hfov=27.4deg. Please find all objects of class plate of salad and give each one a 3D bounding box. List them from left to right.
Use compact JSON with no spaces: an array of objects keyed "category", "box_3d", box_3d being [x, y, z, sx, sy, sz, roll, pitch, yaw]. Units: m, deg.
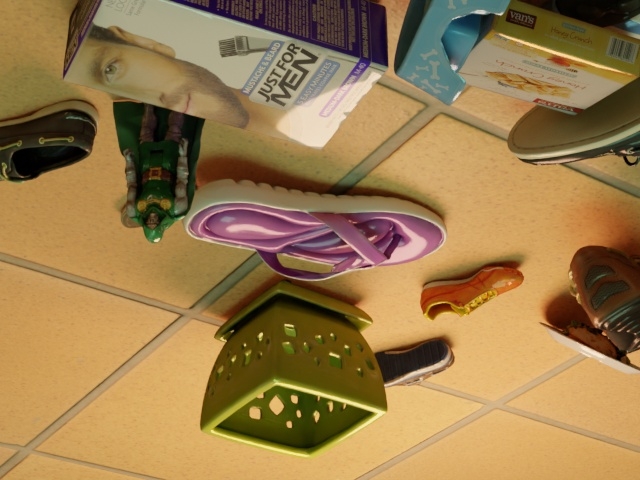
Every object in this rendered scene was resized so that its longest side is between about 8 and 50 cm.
[{"category":"plate of salad","box_3d":[0.456,0.170,2.172,0.200,0.048,0.200,24,-178,-1]}]

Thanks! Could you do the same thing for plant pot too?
[{"category":"plant pot","box_3d":[-0.045,0.203,2.126,0.227,0.207,0.228,20,142,-30]}]

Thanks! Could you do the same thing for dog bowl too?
[{"category":"dog bowl","box_3d":[0.153,-0.277,1.435,0.074,0.166,0.297,16,145,-6]}]

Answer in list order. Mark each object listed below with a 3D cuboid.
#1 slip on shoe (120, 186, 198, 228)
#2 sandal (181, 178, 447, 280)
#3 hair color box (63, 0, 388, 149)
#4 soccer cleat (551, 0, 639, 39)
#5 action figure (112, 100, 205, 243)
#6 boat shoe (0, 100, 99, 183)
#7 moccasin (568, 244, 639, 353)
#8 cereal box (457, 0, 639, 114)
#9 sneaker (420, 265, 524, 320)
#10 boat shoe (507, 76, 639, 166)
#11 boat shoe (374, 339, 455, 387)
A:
[{"category":"slip on shoe","box_3d":[-0.232,-0.039,1.890,0.135,0.041,0.051,-17,144,23]},{"category":"sandal","box_3d":[-0.006,0.008,1.891,0.416,0.102,0.169,7,148,-25]},{"category":"hair color box","box_3d":[-0.110,-0.231,1.538,0.339,0.110,0.185,15,145,-21]},{"category":"soccer cleat","box_3d":[0.432,-0.278,1.501,0.331,0.116,0.143,-5,160,13]},{"category":"action figure","box_3d":[-0.199,-0.096,1.627,0.137,0.232,0.063,-7,147,7]},{"category":"boat shoe","box_3d":[-0.395,-0.116,1.737,0.228,0.068,0.081,-19,143,25]},{"category":"moccasin","box_3d":[0.465,0.086,2.032,0.139,0.147,0.380,-36,155,20]},{"category":"cereal box","box_3d":[0.255,-0.208,1.522,0.173,0.047,0.240,16,173,-4]},{"category":"sneaker","box_3d":[0.244,0.089,2.089,0.175,0.067,0.064,-20,142,23]},{"category":"boat shoe","box_3d":[0.411,-0.153,1.665,0.340,0.127,0.113,-24,130,15]},{"category":"boat shoe","box_3d":[0.150,0.230,2.306,0.183,0.066,0.066,-16,146,21]}]
